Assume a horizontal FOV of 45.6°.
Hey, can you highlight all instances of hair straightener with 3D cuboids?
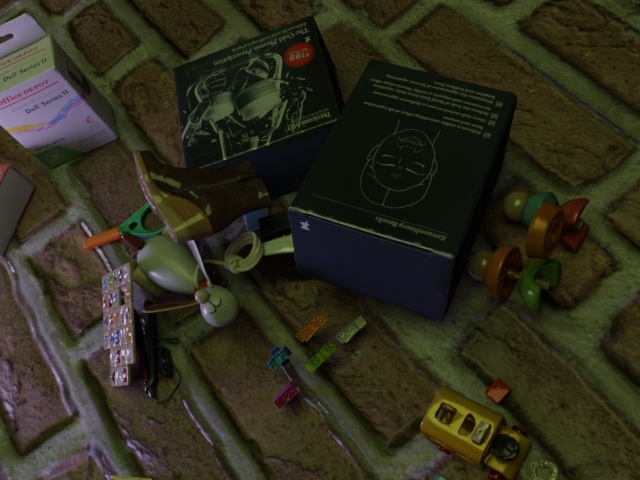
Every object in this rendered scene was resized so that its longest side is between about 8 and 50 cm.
[{"bbox_3d":[-0.336,0.223,1.560,0.089,0.047,0.231,-22,59,7],"label":"hair straightener"}]

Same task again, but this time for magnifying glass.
[{"bbox_3d":[-0.434,-0.029,1.740,0.230,0.026,0.092,-20,59,8],"label":"magnifying glass"}]

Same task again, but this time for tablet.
[{"bbox_3d":[-0.141,-0.061,1.668,0.054,0.006,0.083,-18,60,9],"label":"tablet"}]

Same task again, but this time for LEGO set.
[{"bbox_3d":[-0.027,0.207,1.451,0.227,0.093,0.087,-43,89,-12],"label":"LEGO set"}]

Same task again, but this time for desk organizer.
[{"bbox_3d":[-0.060,-0.036,1.601,0.130,0.050,0.047,-19,59,9],"label":"desk organizer"}]

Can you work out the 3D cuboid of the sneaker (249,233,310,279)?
[{"bbox_3d":[0.000,0.000,1.541,0.289,0.106,0.123,-7,55,5],"label":"sneaker"}]

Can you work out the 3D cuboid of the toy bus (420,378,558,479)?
[{"bbox_3d":[0.267,0.326,1.267,0.202,0.104,0.191,-20,59,8],"label":"toy bus"}]

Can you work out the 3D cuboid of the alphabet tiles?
[{"bbox_3d":[-0.411,0.175,1.547,0.198,0.009,0.237,-20,72,57],"label":"alphabet tiles"}]

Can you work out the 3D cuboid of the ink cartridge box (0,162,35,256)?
[{"bbox_3d":[-0.879,-0.089,1.868,0.282,0.117,0.207,8,66,22],"label":"ink cartridge box"}]

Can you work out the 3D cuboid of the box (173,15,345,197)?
[{"bbox_3d":[-0.120,-0.273,1.670,0.343,0.179,0.313,-19,58,8],"label":"box"}]

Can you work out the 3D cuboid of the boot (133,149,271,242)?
[{"bbox_3d":[-0.236,-0.113,1.498,0.206,0.090,0.248,-25,60,-18],"label":"boot"}]

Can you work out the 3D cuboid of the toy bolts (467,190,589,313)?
[{"bbox_3d":[0.368,-0.022,1.376,0.158,0.218,0.228,21,53,33],"label":"toy bolts"}]

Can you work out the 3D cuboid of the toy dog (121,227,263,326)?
[{"bbox_3d":[-0.291,0.052,1.514,0.333,0.161,0.220,0,64,44],"label":"toy dog"}]

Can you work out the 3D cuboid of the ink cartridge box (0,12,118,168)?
[{"bbox_3d":[-0.657,-0.338,1.785,0.207,0.353,0.119,-24,58,6],"label":"ink cartridge box"}]

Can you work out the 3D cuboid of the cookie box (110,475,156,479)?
[{"bbox_3d":[-0.356,0.499,1.424,0.091,0.040,0.107,-2,62,19],"label":"cookie box"}]

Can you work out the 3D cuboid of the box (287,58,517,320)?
[{"bbox_3d":[0.158,-0.102,1.403,0.293,0.212,0.396,18,58,15],"label":"box"}]
